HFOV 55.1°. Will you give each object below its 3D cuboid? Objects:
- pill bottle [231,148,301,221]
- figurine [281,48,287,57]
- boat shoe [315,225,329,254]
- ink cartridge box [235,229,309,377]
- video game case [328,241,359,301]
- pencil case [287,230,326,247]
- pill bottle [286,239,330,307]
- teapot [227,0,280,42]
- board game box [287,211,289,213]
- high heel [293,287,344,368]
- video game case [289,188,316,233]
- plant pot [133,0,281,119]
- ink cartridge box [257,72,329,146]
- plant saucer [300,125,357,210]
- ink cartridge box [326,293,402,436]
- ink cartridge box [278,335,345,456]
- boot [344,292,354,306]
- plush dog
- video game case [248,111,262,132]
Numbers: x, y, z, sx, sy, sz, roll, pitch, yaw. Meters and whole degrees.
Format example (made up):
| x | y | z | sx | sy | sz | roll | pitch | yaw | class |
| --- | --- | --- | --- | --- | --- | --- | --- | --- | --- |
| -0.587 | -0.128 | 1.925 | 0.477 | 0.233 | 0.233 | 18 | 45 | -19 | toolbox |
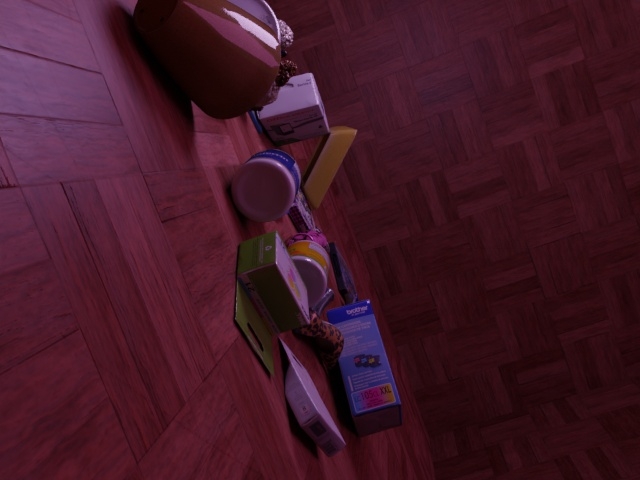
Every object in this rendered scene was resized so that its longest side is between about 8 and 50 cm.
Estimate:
| x | y | z | sx | sy | sz | roll | pitch | yaw | class |
| --- | --- | --- | --- | --- | --- | --- | --- | --- | --- |
| -0.129 | -0.148 | 1.546 | 0.264 | 0.153 | 0.153 | -81 | 150 | -74 | pill bottle |
| -0.223 | -0.569 | 1.697 | 0.092 | 0.209 | 0.215 | -66 | 136 | -78 | figurine |
| 0.000 | 0.000 | 2.380 | 0.125 | 0.046 | 0.038 | 57 | 18 | -24 | boat shoe |
| -0.098 | 0.131 | 1.305 | 0.255 | 0.097 | 0.189 | -98 | 166 | -55 | ink cartridge box |
| 0.110 | 0.177 | 2.692 | 0.275 | 0.035 | 0.248 | 60 | 14 | -51 | video game case |
| -0.044 | 0.013 | 1.930 | 0.095 | 0.098 | 0.209 | -65 | 173 | 5 | pencil case |
| -0.044 | 0.077 | 1.620 | 0.245 | 0.136 | 0.136 | -75 | 145 | -75 | pill bottle |
| -0.238 | -0.515 | 1.581 | 0.187 | 0.252 | 0.256 | -18 | -130 | 62 | teapot |
| -0.139 | -0.138 | 1.864 | 0.169 | 0.033 | 0.133 | -43 | 118 | -75 | board game box |
| -0.016 | 0.279 | 1.672 | 0.186 | 0.093 | 0.261 | -40 | 132 | -51 | high heel |
| -0.075 | -0.114 | 2.169 | 0.232 | 0.042 | 0.210 | 61 | 11 | -45 | video game case |
| -0.249 | -0.411 | 1.257 | 0.254 | 0.237 | 0.237 | 28 | 41 | -56 | plant pot |
| -0.097 | -0.446 | 2.132 | 0.289 | 0.211 | 0.121 | 49 | 29 | -77 | ink cartridge box |
| 0.009 | -0.301 | 2.364 | 0.081 | 0.332 | 0.333 | 26 | 9 | -11 | plant saucer |
| 0.126 | 0.366 | 1.887 | 0.270 | 0.151 | 0.395 | 76 | -3 | -60 | ink cartridge box |
| -0.038 | 0.357 | 1.402 | 0.232 | 0.066 | 0.189 | 50 | -8 | 43 | ink cartridge box |
| 0.154 | 0.307 | 2.527 | 0.219 | 0.082 | 0.106 | 58 | 17 | -46 | boot |
| -0.195 | -0.516 | 1.860 | 0.211 | 0.262 | 0.225 | -14 | 72 | -48 | plush dog |
| -0.226 | -0.448 | 2.059 | 0.166 | 0.015 | 0.119 | -98 | 167 | -53 | video game case |
